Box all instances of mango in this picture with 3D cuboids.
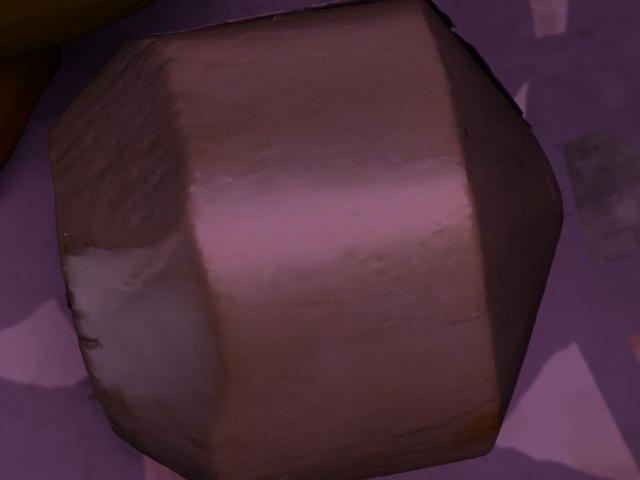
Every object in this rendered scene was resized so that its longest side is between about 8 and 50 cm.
[{"bbox_3d":[-0.245,-0.092,1.003,0.115,0.089,0.165,25,75,-3],"label":"mango"}]

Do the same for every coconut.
[{"bbox_3d":[0.000,0.000,0.926,0.323,0.323,0.322,1,82,-8],"label":"coconut"}]

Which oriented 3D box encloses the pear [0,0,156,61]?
[{"bbox_3d":[-0.203,-0.274,0.870,0.362,0.362,0.418,43,54,-1],"label":"pear"}]
